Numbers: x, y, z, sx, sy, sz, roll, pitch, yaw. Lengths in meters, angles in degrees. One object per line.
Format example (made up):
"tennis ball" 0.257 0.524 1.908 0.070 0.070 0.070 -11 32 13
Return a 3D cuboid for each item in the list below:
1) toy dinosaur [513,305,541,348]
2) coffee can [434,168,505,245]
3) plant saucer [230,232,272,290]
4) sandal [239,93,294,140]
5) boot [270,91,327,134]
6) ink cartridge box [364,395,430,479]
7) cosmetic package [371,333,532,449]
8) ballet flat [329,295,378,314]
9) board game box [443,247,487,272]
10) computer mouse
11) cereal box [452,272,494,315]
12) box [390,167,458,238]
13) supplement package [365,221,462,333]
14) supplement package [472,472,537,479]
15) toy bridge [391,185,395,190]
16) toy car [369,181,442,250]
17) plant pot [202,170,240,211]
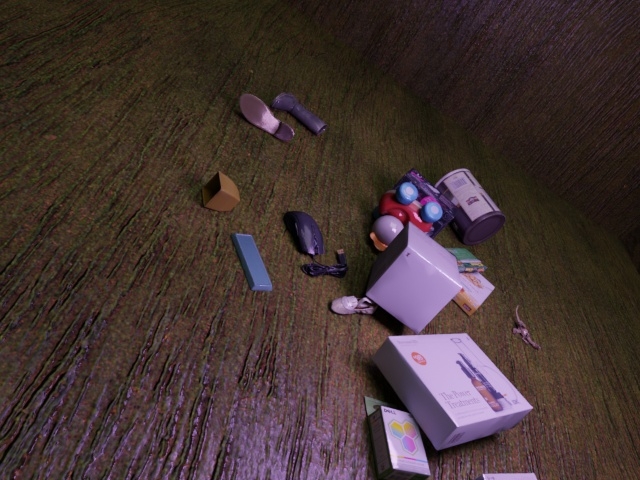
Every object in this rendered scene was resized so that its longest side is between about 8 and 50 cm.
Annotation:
"toy dinosaur" 0.761 0.333 2.029 0.093 0.053 0.183 19 43 -54
"coffee can" 0.636 -0.145 2.324 0.202 0.201 0.275 6 46 -41
"plant saucer" -0.184 0.054 1.448 0.067 0.018 0.192 6 44 -40
"sandal" -0.208 -0.451 1.998 0.240 0.088 0.079 35 1 -20
"boot" -0.086 -0.508 2.180 0.208 0.076 0.190 49 36 3
"ink cartridge box" 0.178 0.461 1.277 0.109 0.062 0.209 22 37 -25
"cosmetic package" 0.356 0.383 1.436 0.378 0.097 0.284 7 32 -43
"ballet flat" 0.100 0.180 1.545 0.168 0.052 0.057 6 46 -40
"board game box" 0.488 0.072 2.011 0.260 0.030 0.136 2 29 -31
"computer mouse" 0.000 0.000 1.654 0.184 0.060 0.261 10 43 -36
"cereal box" 0.541 0.165 1.998 0.173 0.047 0.240 45 34 13
"box" 0.389 -0.136 2.106 0.247 0.163 0.142 43 30 5
"supplement package" 0.282 0.105 1.635 0.199 0.198 0.262 38 20 -3
"supplement package" 0.417 0.651 1.203 0.194 0.149 0.203 15 40 -33
"toy bridge" 0.387 -0.203 2.274 0.188 0.063 0.026 15 40 -33
"toy car" 0.268 -0.040 1.891 0.210 0.219 0.238 37 62 -6
"plant pot" -0.277 -0.130 1.525 0.083 0.081 0.081 27 33 -39
